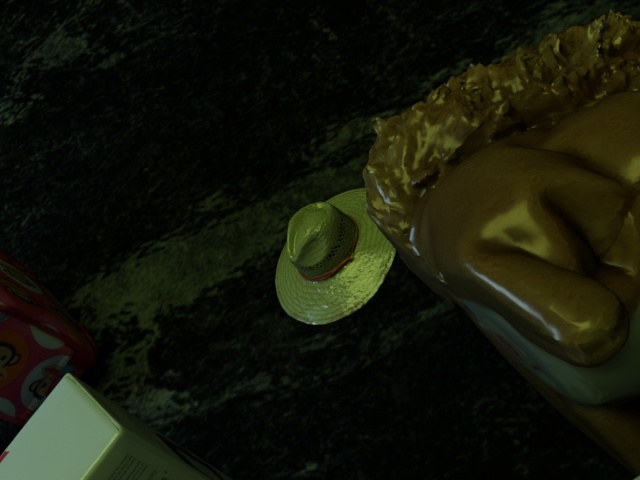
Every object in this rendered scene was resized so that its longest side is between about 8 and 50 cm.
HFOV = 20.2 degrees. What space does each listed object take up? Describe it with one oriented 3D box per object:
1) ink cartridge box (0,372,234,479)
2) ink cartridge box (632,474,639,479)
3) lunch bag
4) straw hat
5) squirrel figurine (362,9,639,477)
[{"bbox_3d":[-0.156,0.241,1.433,0.172,0.237,0.100,-51,42,-2],"label":"ink cartridge box"},{"bbox_3d":[0.279,0.255,1.239,0.273,0.115,0.198,-38,46,12],"label":"ink cartridge box"},{"bbox_3d":[-0.379,0.048,1.762,0.120,0.293,0.258,-52,45,4],"label":"lunch bag"},{"bbox_3d":[0.000,0.000,1.663,0.144,0.061,0.144,-19,52,26],"label":"straw hat"},{"bbox_3d":[0.248,-0.070,1.379,0.370,0.281,0.397,-46,47,-5],"label":"squirrel figurine"}]
